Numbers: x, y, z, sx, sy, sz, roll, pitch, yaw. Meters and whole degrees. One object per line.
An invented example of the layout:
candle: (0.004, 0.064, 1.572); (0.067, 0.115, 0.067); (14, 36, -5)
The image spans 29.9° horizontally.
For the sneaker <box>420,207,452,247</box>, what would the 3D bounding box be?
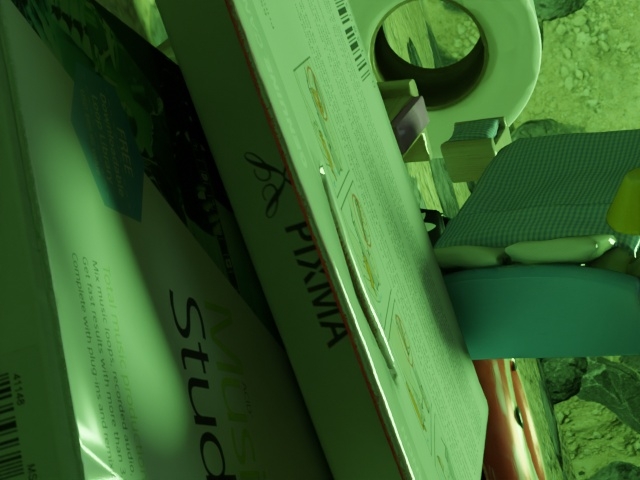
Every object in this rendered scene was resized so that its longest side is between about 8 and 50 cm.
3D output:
sneaker: (0.107, 0.040, 1.254); (0.302, 0.121, 0.108); (40, 37, -68)

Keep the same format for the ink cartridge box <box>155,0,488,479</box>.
ink cartridge box: (0.000, 0.000, 0.529); (0.261, 0.066, 0.296); (-59, 130, -73)

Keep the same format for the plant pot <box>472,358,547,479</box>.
plant pot: (0.065, 0.154, 0.847); (0.191, 0.174, 0.191); (-15, 90, -79)

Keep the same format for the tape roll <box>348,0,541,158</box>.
tape roll: (0.127, -0.235, 1.377); (0.169, 0.246, 0.246); (-73, 146, -66)

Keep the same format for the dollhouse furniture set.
dollhouse furniture set: (0.096, -0.086, 0.761); (0.286, 0.303, 0.198); (-52, 131, -49)

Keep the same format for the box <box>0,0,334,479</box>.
box: (-0.060, 0.036, 0.507); (0.322, 0.058, 0.232); (34, 41, -71)
